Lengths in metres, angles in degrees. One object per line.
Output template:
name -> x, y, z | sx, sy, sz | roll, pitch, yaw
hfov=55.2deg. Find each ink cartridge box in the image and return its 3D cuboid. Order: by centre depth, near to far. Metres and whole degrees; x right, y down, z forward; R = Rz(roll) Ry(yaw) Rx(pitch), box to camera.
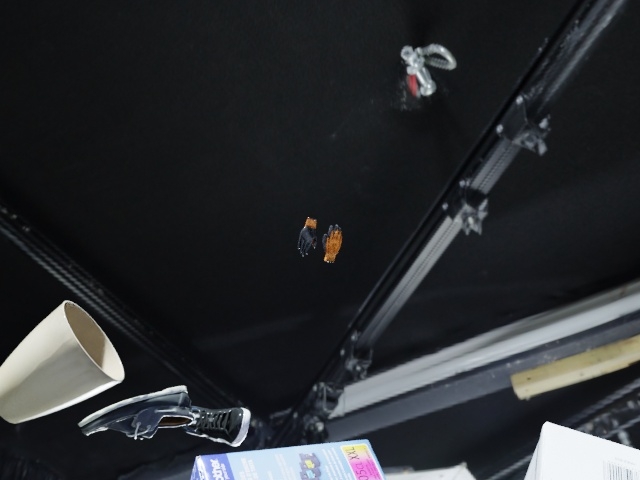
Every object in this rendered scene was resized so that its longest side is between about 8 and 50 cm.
ink cartridge box -> -0.098, 0.509, 1.076 | 0.395, 0.151, 0.270 | 3, -60, -27

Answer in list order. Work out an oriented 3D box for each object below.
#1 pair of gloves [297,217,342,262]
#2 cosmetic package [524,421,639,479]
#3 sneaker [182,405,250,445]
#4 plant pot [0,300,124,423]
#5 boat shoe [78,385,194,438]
pair of gloves -> 0.000, 0.000, 1.168 | 0.083, 0.010, 0.074 | 15, -89, -14
cosmetic package -> 0.403, 0.418, 0.876 | 0.224, 0.138, 0.224 | 14, -58, 16
sneaker -> -0.246, 0.412, 1.375 | 0.121, 0.079, 0.217 | 20, -29, -20
plant pot -> -0.701, 0.339, 1.585 | 0.274, 0.256, 0.256 | -35, -53, -6
boat shoe -> -0.339, 0.336, 1.158 | 0.084, 0.079, 0.233 | -33, -21, 34
